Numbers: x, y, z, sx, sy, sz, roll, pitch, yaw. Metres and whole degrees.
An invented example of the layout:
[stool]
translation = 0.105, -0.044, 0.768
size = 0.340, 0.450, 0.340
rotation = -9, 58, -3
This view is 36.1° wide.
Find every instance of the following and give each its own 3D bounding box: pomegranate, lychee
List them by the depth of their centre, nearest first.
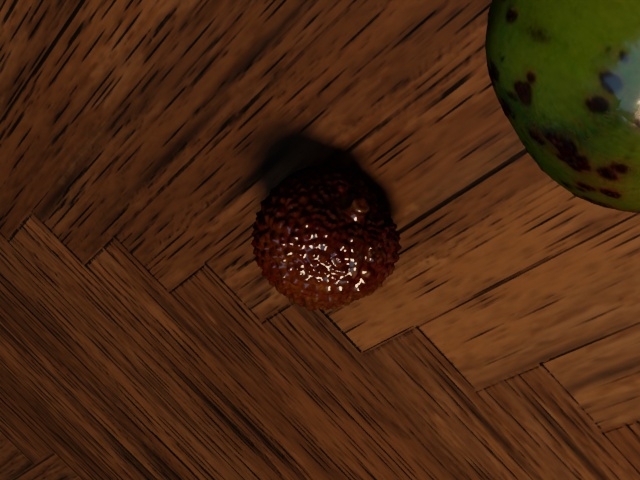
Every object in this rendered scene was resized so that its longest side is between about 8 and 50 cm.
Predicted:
[pomegranate]
translation = 0.169, -0.130, 0.548
size = 0.248, 0.202, 0.202
rotation = 49, 148, 38
[lychee]
translation = 0.002, -0.001, 0.811
size = 0.123, 0.123, 0.129
rotation = 38, 160, 2
